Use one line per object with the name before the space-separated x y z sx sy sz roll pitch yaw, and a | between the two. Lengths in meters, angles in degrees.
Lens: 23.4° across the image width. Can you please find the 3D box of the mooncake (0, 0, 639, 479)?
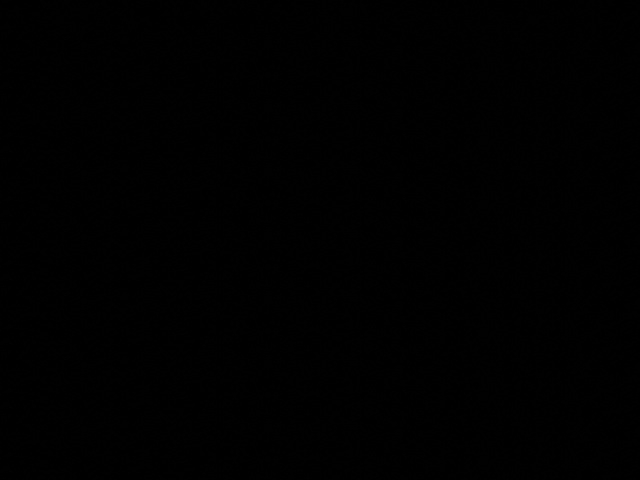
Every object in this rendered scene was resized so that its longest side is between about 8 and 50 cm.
mooncake | 0.013 0.060 0.213 0.467 0.262 0.467 156 -90 -84
